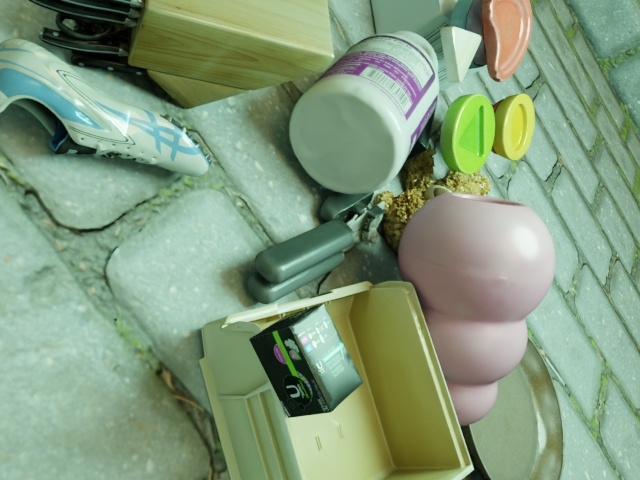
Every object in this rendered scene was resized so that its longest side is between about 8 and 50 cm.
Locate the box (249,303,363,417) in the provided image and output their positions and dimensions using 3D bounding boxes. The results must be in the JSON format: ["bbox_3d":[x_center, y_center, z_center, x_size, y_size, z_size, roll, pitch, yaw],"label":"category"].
[{"bbox_3d":[-0.013,0.110,0.515,0.052,0.062,0.083,-29,93,-47],"label":"box"}]

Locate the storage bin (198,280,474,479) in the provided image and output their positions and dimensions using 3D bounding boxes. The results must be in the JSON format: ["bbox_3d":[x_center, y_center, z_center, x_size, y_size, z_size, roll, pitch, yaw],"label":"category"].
[{"bbox_3d":[0.023,0.188,0.652,0.262,0.123,0.260,-9,79,-46],"label":"storage bin"}]

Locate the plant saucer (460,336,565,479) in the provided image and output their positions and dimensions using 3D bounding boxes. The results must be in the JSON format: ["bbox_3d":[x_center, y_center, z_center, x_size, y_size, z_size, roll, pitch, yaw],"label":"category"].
[{"bbox_3d":[0.318,0.289,0.960,0.311,0.050,0.310,21,57,-37],"label":"plant saucer"}]

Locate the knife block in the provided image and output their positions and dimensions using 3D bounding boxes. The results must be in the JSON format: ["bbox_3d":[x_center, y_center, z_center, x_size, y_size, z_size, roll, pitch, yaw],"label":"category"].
[{"bbox_3d":[-0.148,-0.250,0.601,0.242,0.276,0.088,44,38,-65],"label":"knife block"}]

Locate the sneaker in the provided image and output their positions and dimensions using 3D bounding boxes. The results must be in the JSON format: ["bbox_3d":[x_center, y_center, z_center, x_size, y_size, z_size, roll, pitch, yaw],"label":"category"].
[{"bbox_3d":[-0.222,-0.113,0.585,0.237,0.085,0.086,25,82,-40],"label":"sneaker"}]

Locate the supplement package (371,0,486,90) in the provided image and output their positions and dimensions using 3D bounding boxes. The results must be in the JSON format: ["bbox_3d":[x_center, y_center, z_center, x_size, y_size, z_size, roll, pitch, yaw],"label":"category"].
[{"bbox_3d":[0.224,-0.443,1.121,0.203,0.149,0.194,13,63,-41],"label":"supplement package"}]

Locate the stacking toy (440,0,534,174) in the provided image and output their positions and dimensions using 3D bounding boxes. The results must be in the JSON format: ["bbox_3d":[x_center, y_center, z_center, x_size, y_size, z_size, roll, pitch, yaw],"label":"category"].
[{"bbox_3d":[0.251,-0.270,0.986,0.280,0.130,0.308,-31,122,-37],"label":"stacking toy"}]

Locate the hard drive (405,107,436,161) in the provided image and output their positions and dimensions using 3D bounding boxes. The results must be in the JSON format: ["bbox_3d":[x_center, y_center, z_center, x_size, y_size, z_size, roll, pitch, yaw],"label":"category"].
[{"bbox_3d":[0.151,-0.187,0.973,0.022,0.094,0.135,40,48,-25],"label":"hard drive"}]

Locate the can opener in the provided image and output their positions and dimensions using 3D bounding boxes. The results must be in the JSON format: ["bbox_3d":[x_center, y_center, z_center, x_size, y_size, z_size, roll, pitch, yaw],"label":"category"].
[{"bbox_3d":[0.000,0.000,0.768,0.093,0.074,0.280,36,37,18],"label":"can opener"}]

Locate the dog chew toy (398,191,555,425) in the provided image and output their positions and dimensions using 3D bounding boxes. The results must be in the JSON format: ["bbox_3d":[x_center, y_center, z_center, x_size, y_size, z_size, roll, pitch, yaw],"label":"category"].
[{"bbox_3d":[0.199,0.105,0.786,0.207,0.207,0.331,-5,107,-46],"label":"dog chew toy"}]

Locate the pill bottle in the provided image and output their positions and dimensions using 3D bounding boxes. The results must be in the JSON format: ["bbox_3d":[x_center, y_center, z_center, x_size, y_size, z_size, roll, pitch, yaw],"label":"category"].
[{"bbox_3d":[0.085,-0.212,0.860,0.169,0.169,0.301,51,41,-16],"label":"pill bottle"}]

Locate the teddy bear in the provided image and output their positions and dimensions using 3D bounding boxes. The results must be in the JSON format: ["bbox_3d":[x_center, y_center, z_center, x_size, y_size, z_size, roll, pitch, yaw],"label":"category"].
[{"bbox_3d":[0.242,-0.059,0.996,0.338,0.113,0.245,8,64,-43],"label":"teddy bear"}]
